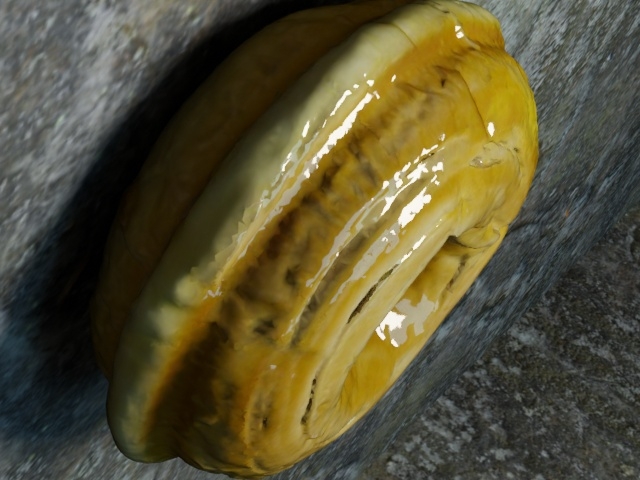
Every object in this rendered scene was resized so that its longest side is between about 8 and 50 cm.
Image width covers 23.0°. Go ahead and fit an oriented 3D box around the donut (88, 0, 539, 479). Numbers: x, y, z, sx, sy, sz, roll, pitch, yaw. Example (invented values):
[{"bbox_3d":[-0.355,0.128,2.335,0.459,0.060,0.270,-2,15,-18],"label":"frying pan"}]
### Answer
[{"bbox_3d":[0.000,0.000,1.201,0.449,0.198,0.449,-47,164,-18],"label":"donut"}]
